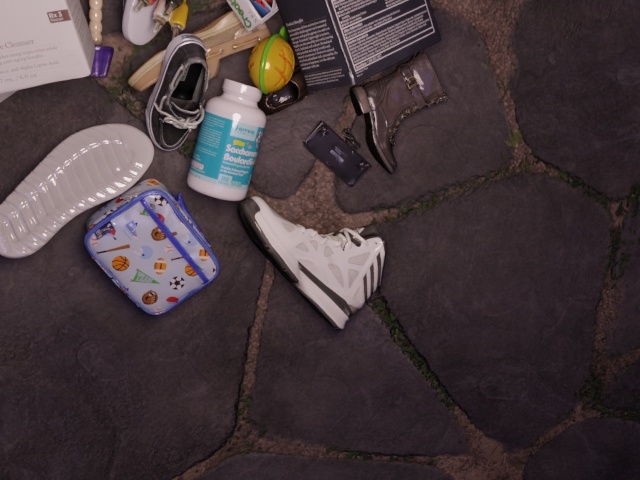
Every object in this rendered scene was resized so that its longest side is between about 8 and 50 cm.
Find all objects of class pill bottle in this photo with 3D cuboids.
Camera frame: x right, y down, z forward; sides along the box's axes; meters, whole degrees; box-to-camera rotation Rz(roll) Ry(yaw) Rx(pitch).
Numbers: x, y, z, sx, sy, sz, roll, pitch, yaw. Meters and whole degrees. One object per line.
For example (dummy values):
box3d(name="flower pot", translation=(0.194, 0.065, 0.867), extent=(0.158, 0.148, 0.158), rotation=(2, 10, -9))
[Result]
box3d(name="pill bottle", translation=(-0.213, -0.235, 1.481), extent=(0.146, 0.146, 0.264), rotation=(13, 103, -17))

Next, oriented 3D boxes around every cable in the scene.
box3d(name="cable", translation=(-0.304, -0.572, 1.353), extent=(0.139, 0.072, 0.287), rotation=(36, 62, -33))

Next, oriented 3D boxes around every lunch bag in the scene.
box3d(name="lunch bag", translation=(-0.395, 0.012, 1.510), extent=(0.243, 0.115, 0.303), rotation=(-33, 121, -1))

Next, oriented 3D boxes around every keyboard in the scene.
box3d(name="keyboard", translation=(0.052, -0.230, 1.617), extent=(0.180, 0.023, 0.108), rotation=(39, 100, -22))

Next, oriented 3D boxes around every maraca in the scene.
box3d(name="maraca", translation=(-0.103, -0.408, 1.436), extent=(0.099, 0.186, 0.127), rotation=(16, 135, 8))

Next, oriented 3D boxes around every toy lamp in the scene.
box3d(name="toy lamp", translation=(-0.485, -0.495, 1.372), extent=(0.080, 0.080, 0.275), rotation=(1, 107, -15))

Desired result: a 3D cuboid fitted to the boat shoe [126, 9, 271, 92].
box3d(name="boat shoe", translation=(-0.268, -0.413, 1.427), extent=(0.341, 0.121, 0.110), rotation=(-32, 111, -5))

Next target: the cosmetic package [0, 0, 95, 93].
box3d(name="cosmetic package", translation=(-0.582, -0.491, 1.172), extent=(0.217, 0.156, 0.385), rotation=(-14, 131, -5))

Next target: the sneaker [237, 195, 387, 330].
box3d(name="sneaker", translation=(0.000, 0.000, 1.619), extent=(0.257, 0.169, 0.447), rotation=(-44, 119, -8))

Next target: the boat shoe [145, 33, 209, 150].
box3d(name="boat shoe", translation=(-0.304, -0.294, 1.390), extent=(0.113, 0.105, 0.306), rotation=(0, 142, -34))

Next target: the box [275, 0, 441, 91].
box3d(name="box", translation=(0.075, -0.525, 1.404), extent=(0.296, 0.182, 0.294), rotation=(-33, 114, -30))

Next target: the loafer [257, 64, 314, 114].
box3d(name="loafer", translation=(-0.050, -0.368, 1.518), extent=(0.220, 0.078, 0.080), rotation=(-37, 111, -1))

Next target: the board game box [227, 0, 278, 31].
box3d(name="board game box", translation=(-0.182, -0.627, 1.363), extent=(0.305, 0.053, 0.193), rotation=(54, 46, -21))

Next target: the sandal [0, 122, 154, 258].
box3d(name="sandal", translation=(-0.573, -0.124, 1.450), extent=(0.416, 0.102, 0.169), rotation=(-38, 97, -15))

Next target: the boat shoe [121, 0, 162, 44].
box3d(name="boat shoe", translation=(-0.379, -0.577, 1.365), extent=(0.102, 0.108, 0.301), rotation=(22, 101, 24))

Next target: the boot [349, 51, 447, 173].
box3d(name="boot", translation=(0.215, -0.322, 1.593), extent=(0.228, 0.091, 0.263), rotation=(-24, 108, -6))

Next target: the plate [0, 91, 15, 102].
box3d(name="plate", translation=(-0.779, -0.397, 1.332), extent=(0.278, 0.045, 0.277), rotation=(-34, 112, 4))
